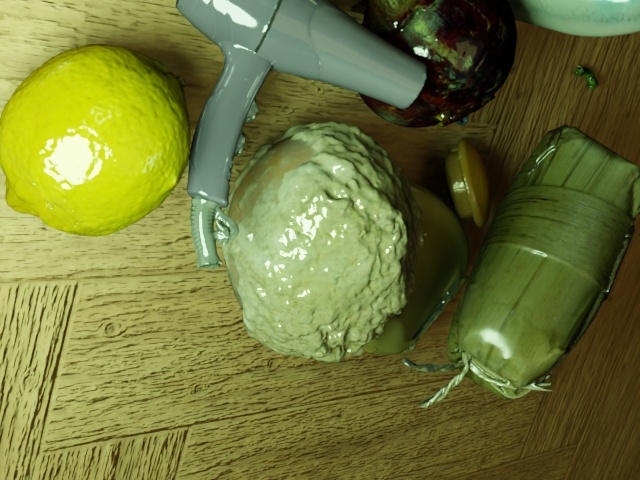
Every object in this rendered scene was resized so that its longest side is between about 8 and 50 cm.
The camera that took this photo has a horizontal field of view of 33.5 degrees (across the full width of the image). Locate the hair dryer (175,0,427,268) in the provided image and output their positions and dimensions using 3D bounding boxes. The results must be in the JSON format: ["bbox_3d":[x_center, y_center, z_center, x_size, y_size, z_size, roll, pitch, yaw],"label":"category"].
[{"bbox_3d":[-0.060,-0.129,1.223,0.301,0.121,0.361,23,80,-17],"label":"hair dryer"}]

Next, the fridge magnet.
[{"bbox_3d":[0.234,-0.090,1.677,0.143,0.063,0.143,-11,90,-74],"label":"fridge magnet"}]

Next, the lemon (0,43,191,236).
[{"bbox_3d":[-0.236,-0.106,1.128,0.231,0.192,0.192,-38,137,-10],"label":"lemon"}]

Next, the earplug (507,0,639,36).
[{"bbox_3d":[0.327,-0.356,1.447,0.185,0.324,0.185,-26,130,-35],"label":"earplug"}]

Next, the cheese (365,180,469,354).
[{"bbox_3d":[0.106,0.030,1.628,0.259,0.128,0.316,-59,147,-12],"label":"cheese"}]

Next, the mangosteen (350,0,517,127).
[{"bbox_3d":[0.127,-0.287,1.399,0.231,0.231,0.289,-39,103,-22],"label":"mangosteen"}]

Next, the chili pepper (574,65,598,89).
[{"bbox_3d":[0.473,-0.289,1.880,0.083,0.022,0.027,24,62,-49],"label":"chili pepper"}]

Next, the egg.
[{"bbox_3d":[0.000,0.000,1.379,0.279,0.279,0.310,-14,114,-40],"label":"egg"}]

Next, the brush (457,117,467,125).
[{"bbox_3d":[0.205,-0.239,1.639,0.051,0.014,0.164,-41,138,-17],"label":"brush"}]

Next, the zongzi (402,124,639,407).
[{"bbox_3d":[0.343,0.116,1.760,0.499,0.218,0.467,-60,163,-14],"label":"zongzi"}]
